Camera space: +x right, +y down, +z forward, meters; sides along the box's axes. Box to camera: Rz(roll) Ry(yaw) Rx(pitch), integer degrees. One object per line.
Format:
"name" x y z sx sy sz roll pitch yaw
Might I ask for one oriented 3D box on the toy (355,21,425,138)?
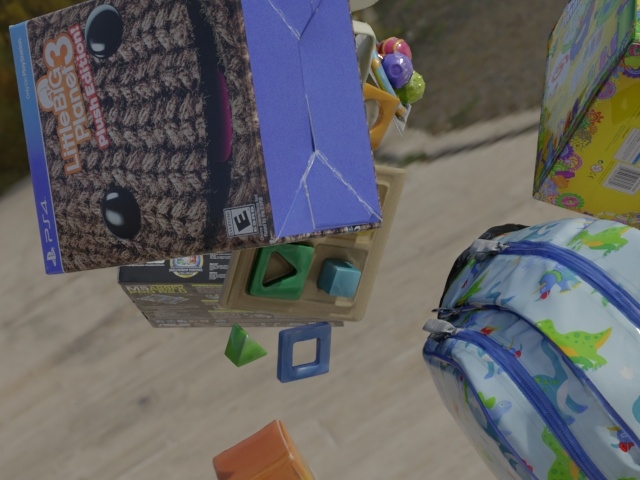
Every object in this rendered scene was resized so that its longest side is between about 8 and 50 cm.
"toy" 0.100 -0.224 1.910 0.056 0.137 0.237 -27 11 9

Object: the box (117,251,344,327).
"box" -0.109 0.059 1.890 0.270 0.060 0.216 -1 -19 7

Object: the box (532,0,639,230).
"box" 0.388 -0.213 1.697 0.290 0.177 0.279 114 169 -54

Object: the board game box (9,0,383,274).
"board game box" -0.113 -0.102 1.258 0.291 0.232 0.141 -8 1 42

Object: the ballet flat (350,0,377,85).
"ballet flat" 0.000 -0.214 1.381 0.106 0.316 0.108 -8 48 -10

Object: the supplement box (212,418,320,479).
"supplement box" -0.008 0.283 1.349 0.078 0.233 0.080 -32 26 0

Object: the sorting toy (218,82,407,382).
"sorting toy" 0.000 0.000 1.541 0.196 0.348 0.047 6 18 -33

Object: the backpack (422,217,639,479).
"backpack" 0.217 0.116 1.116 0.273 0.290 0.355 -34 2 -22
